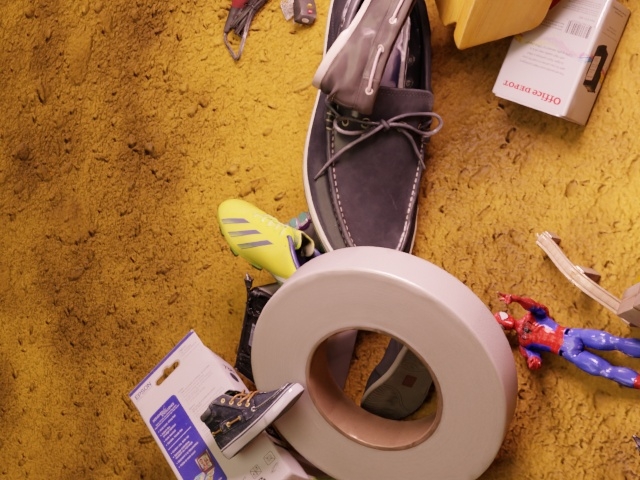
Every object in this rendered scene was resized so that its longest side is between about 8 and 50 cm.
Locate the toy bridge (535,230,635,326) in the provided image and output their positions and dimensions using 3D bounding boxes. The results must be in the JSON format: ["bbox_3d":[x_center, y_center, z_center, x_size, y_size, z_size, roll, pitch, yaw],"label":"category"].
[{"bbox_3d":[0.360,0.049,1.523,0.188,0.063,0.026,46,112,32],"label":"toy bridge"}]

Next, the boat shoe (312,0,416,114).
[{"bbox_3d":[0.112,-0.331,1.552,0.095,0.112,0.335,33,103,3],"label":"boat shoe"}]

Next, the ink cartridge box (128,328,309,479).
[{"bbox_3d":[-0.167,0.308,1.755,0.165,0.065,0.333,-45,52,7],"label":"ink cartridge box"}]

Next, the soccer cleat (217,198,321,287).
[{"bbox_3d":[-0.056,0.011,1.711,0.289,0.093,0.121,46,135,32],"label":"soccer cleat"}]

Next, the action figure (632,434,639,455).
[{"bbox_3d":[0.495,0.234,1.348,0.164,0.141,0.276,38,150,8],"label":"action figure"}]

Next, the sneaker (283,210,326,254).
[{"bbox_3d":[0.000,0.000,1.801,0.223,0.083,0.098,-38,68,27],"label":"sneaker"}]

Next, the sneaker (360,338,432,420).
[{"bbox_3d":[0.131,0.177,1.689,0.118,0.083,0.222,-82,20,-48],"label":"sneaker"}]

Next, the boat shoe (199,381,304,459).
[{"bbox_3d":[-0.106,0.243,1.624,0.083,0.065,0.183,51,121,8],"label":"boat shoe"}]

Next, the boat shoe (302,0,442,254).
[{"bbox_3d":[0.081,-0.183,1.681,0.156,0.186,0.500,156,119,-71],"label":"boat shoe"}]

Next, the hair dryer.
[{"bbox_3d":[-0.118,-0.484,1.953,0.223,0.080,0.294,-15,75,36],"label":"hair dryer"}]

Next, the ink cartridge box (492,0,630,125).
[{"bbox_3d":[0.339,-0.266,1.572,0.127,0.072,0.175,27,100,37],"label":"ink cartridge box"}]

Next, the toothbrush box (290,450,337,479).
[{"bbox_3d":[-0.099,0.479,1.779,0.206,0.122,0.283,17,92,38],"label":"toothbrush box"}]

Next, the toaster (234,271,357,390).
[{"bbox_3d":[-0.043,0.158,1.774,0.168,0.110,0.186,31,121,36],"label":"toaster"}]

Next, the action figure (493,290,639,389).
[{"bbox_3d":[0.334,0.140,1.491,0.280,0.139,0.091,17,94,40],"label":"action figure"}]

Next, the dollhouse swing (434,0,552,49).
[{"bbox_3d":[0.330,-0.490,1.569,0.315,0.305,0.347,105,159,-52],"label":"dollhouse swing"}]

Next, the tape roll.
[{"bbox_3d":[0.086,0.196,1.587,0.392,0.072,0.392,11,120,20],"label":"tape roll"}]

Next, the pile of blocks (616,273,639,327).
[{"bbox_3d":[0.522,-0.024,1.398,0.112,0.149,0.362,28,118,-7],"label":"pile of blocks"}]
